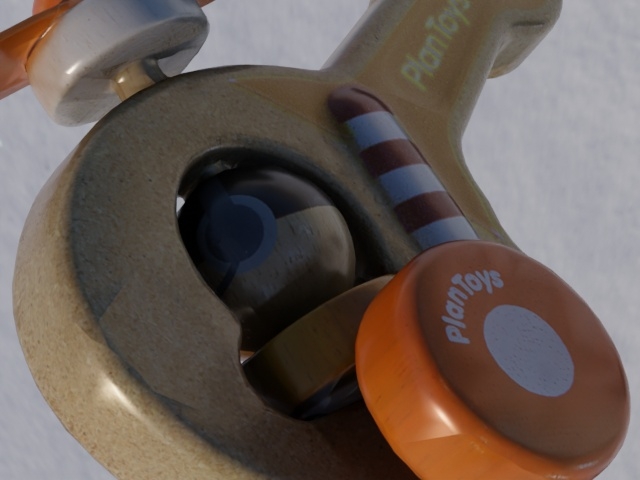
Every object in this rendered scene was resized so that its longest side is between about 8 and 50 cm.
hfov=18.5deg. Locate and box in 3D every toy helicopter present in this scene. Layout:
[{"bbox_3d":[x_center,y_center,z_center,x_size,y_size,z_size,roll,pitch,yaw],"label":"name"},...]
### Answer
[{"bbox_3d":[-0.001,-0.039,0.690,0.235,0.140,0.355,36,39,-5],"label":"toy helicopter"}]
